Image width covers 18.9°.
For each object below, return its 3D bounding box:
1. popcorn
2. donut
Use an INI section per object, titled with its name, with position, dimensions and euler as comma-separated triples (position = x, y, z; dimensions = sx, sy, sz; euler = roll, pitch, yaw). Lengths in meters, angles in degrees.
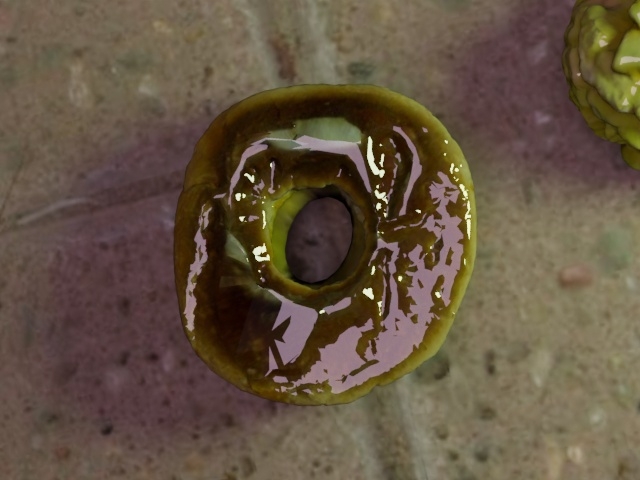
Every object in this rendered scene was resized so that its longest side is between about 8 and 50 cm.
[popcorn]
position = 0.346, -0.184, 1.811
dimensions = 0.259, 0.212, 0.259
euler = 1, 98, 11
[donut]
position = 0.000, 0.000, 1.924
dimensions = 0.330, 0.160, 0.330
euler = 0, 87, 2
